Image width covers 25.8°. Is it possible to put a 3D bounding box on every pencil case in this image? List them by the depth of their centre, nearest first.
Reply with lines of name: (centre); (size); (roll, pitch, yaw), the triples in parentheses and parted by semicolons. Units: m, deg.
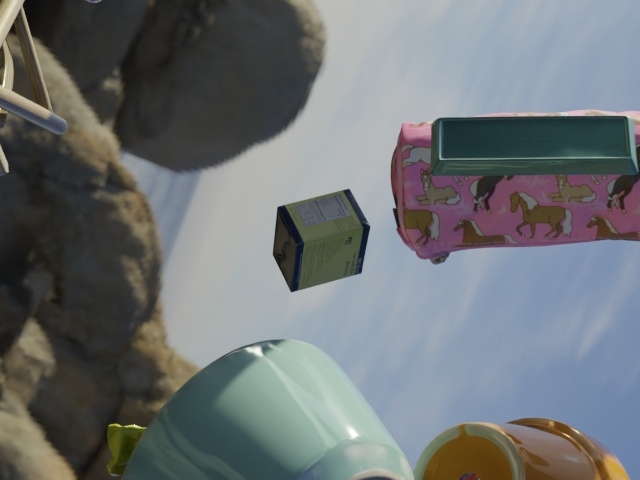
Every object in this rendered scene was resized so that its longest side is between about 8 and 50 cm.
pencil case: (0.279, -0.069, 1.700); (0.160, 0.386, 0.167); (-91, 177, -54)

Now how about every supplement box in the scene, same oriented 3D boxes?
supplement box: (0.000, 0.000, 1.471); (0.083, 0.083, 0.056); (98, -29, -51)

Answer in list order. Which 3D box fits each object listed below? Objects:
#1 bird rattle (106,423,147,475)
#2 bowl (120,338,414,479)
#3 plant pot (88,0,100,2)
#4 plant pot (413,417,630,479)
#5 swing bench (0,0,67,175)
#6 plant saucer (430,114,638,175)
bird rattle: (-0.195, 0.333, 1.586); (0.207, 0.143, 0.253); (42, -68, 51)
bowl: (-0.028, 0.267, 1.330); (0.163, 0.311, 0.311); (27, -82, 43)
plant pot: (-0.232, -0.494, 1.894); (0.272, 0.265, 0.272); (-16, 90, -76)
plant pot: (0.193, 0.269, 1.431); (0.188, 0.205, 0.205); (32, 75, -50)
swing bench: (-0.398, -0.124, 1.284); (0.255, 0.253, 0.165); (-76, 151, -77)
plant saucer: (0.199, -0.091, 1.312); (0.018, 0.192, 0.067); (80, 12, -53)
